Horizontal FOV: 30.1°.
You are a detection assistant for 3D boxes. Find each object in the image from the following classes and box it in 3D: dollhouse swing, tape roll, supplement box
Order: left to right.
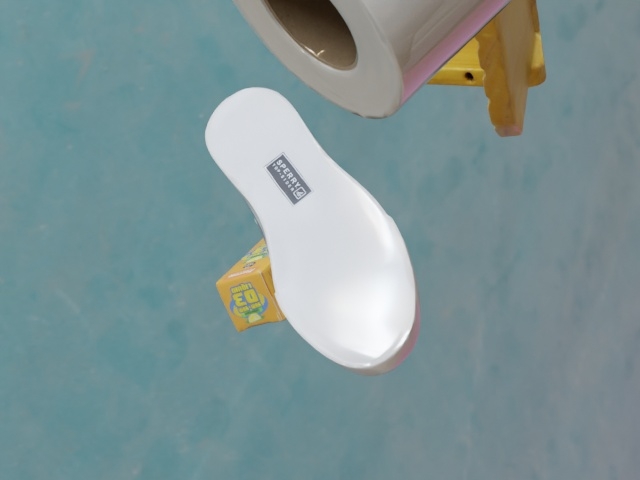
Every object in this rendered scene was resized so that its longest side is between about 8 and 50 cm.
[{"bbox_3d":[-0.046,0.032,1.581,0.080,0.078,0.233,65,30,-16],"label":"supplement box"},{"bbox_3d":[0.040,-0.257,1.096,0.169,0.246,0.246,-44,125,-15],"label":"tape roll"},{"bbox_3d":[0.123,-0.318,1.464,0.305,0.315,0.346,-55,140,-40],"label":"dollhouse swing"}]

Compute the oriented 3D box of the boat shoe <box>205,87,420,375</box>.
[{"bbox_3d":[0.000,0.000,0.970,0.301,0.108,0.102,54,1,38],"label":"boat shoe"}]
